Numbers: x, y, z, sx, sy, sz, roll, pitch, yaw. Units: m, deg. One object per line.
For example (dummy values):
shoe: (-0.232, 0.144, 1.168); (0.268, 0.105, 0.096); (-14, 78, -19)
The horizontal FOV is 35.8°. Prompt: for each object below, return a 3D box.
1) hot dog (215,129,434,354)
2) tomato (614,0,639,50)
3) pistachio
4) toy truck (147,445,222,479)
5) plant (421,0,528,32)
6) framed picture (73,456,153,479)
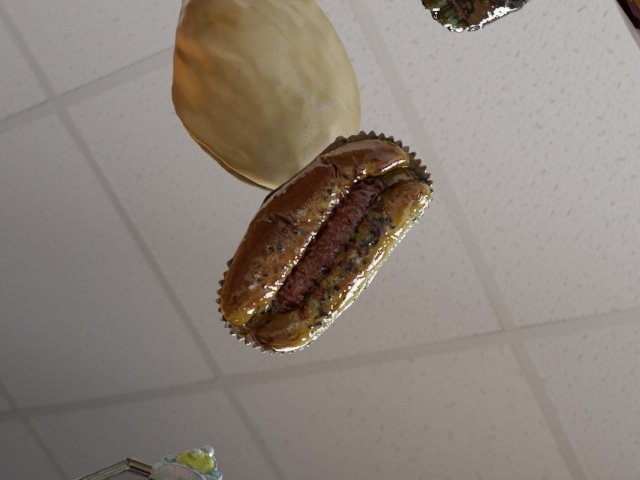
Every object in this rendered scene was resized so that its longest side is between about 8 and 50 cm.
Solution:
hot dog: (0.000, 0.000, 1.033); (0.144, 0.075, 0.268); (40, -88, -17)
tomato: (0.239, -0.158, 0.502); (0.185, 0.208, 0.208); (7, -56, 26)
pistachio: (-0.078, -0.206, 1.301); (0.238, 0.229, 0.321); (-28, -90, 2)
toy truck: (-0.117, 0.234, 0.882); (0.076, 0.077, 0.111); (16, -70, 14)
plant: (0.173, -0.282, 1.096); (0.092, 0.094, 0.143); (38, -15, -25)
framed picture: (-0.228, 0.311, 1.122); (0.296, 0.232, 0.019); (2, -77, 45)
